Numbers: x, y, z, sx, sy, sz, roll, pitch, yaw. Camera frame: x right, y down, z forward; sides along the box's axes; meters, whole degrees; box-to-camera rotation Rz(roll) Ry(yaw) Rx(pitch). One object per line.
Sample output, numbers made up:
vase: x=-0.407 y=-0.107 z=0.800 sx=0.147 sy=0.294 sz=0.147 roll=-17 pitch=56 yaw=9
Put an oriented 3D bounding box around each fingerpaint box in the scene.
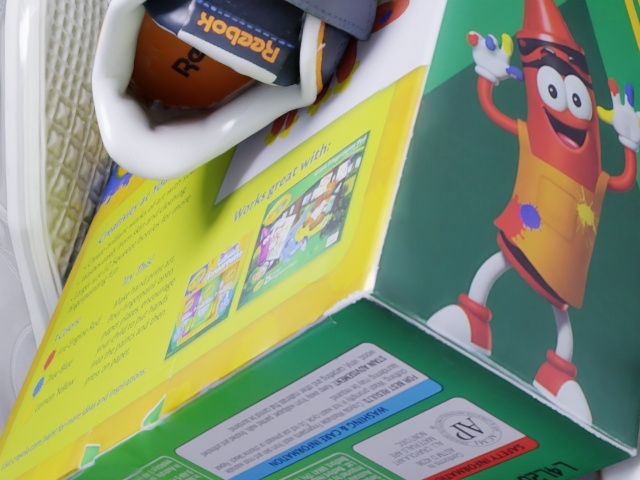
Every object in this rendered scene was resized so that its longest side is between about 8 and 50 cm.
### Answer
fingerpaint box: x=0.000 y=0.000 z=0.838 sx=0.445 sy=0.163 sz=0.371 roll=-35 pitch=31 yaw=47

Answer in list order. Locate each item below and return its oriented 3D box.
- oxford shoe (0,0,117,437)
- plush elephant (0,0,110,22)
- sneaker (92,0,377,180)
oxford shoe: x=-0.216 y=0.007 z=1.078 sx=0.169 sy=0.130 sz=0.449 roll=-44 pitch=-41 yaw=-59
plush elephant: x=-0.147 y=-0.163 z=1.204 sx=0.255 sy=0.271 sz=0.330 roll=117 pitch=172 yaw=-48
sneaker: x=-0.013 y=-0.158 z=0.685 sx=0.321 sy=0.126 sz=0.127 roll=-57 pitch=14 yaw=32
